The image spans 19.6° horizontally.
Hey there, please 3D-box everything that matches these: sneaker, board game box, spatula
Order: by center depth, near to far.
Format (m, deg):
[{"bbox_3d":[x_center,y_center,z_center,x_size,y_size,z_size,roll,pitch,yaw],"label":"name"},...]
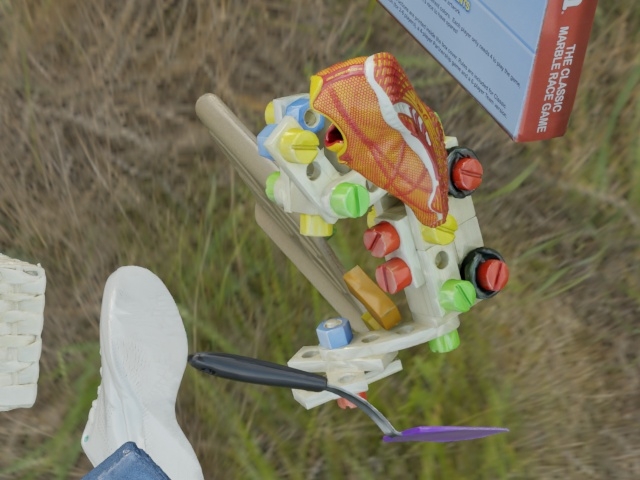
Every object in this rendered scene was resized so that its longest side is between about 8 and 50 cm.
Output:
[{"bbox_3d":[0.032,-0.174,0.759,0.027,0.145,0.281,-11,39,-24],"label":"board game box"},{"bbox_3d":[0.043,-0.067,1.242,0.067,0.175,0.064,-11,52,20],"label":"sneaker"},{"bbox_3d":[-0.154,0.128,1.442,0.080,0.094,0.212,6,70,-45],"label":"sneaker"},{"bbox_3d":[0.020,0.139,1.595,0.296,0.084,0.030,20,69,-21],"label":"spatula"}]

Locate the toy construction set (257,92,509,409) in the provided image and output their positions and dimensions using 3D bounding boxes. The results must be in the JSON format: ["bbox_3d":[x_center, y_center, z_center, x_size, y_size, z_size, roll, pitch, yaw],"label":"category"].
[{"bbox_3d":[0.050,0.006,1.671,0.215,0.151,0.327,-29,128,-34],"label":"toy construction set"}]

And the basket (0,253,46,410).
[{"bbox_3d":[-0.279,0.061,1.253,0.167,0.103,0.113,4,91,-33],"label":"basket"}]

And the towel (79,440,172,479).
[{"bbox_3d":[-0.101,0.146,0.786,0.119,0.029,0.067,-43,84,3],"label":"towel"}]

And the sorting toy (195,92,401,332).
[{"bbox_3d":[0.000,0.000,1.830,0.041,0.229,0.307,-38,58,-8],"label":"sorting toy"}]
